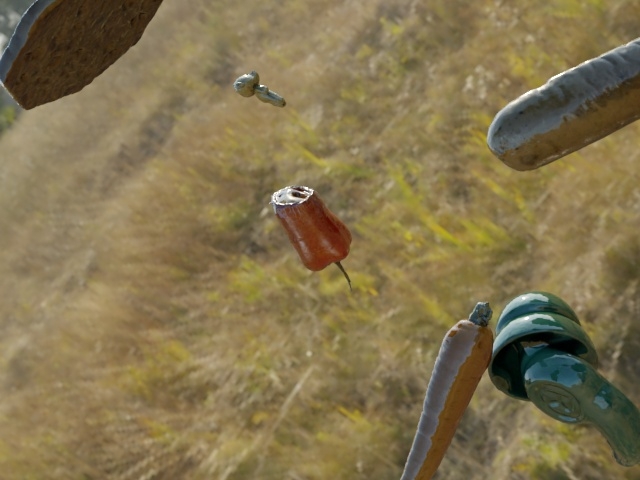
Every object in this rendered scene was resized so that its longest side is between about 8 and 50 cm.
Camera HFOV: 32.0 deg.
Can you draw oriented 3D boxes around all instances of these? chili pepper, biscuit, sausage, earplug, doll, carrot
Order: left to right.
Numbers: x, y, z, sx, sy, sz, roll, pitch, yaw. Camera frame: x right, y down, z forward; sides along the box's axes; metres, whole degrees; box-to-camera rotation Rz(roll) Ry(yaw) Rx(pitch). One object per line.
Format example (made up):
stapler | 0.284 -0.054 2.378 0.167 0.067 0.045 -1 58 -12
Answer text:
biscuit | -0.376 -0.349 1.805 0.359 0.046 0.359 -42 -6 -5
doll | -0.109 -0.259 1.985 0.051 0.093 0.061 -45 -8 -7
chili pepper | 0.000 0.000 1.615 0.084 0.192 0.086 -11 33 37
carrot | 0.159 0.234 1.481 0.069 0.069 0.335 -122 51 -73
earplug | 0.375 0.194 1.679 0.280 0.258 0.164 -98 25 -42
sausage | 0.492 -0.247 1.748 0.501 0.123 0.136 -26 -18 -2
